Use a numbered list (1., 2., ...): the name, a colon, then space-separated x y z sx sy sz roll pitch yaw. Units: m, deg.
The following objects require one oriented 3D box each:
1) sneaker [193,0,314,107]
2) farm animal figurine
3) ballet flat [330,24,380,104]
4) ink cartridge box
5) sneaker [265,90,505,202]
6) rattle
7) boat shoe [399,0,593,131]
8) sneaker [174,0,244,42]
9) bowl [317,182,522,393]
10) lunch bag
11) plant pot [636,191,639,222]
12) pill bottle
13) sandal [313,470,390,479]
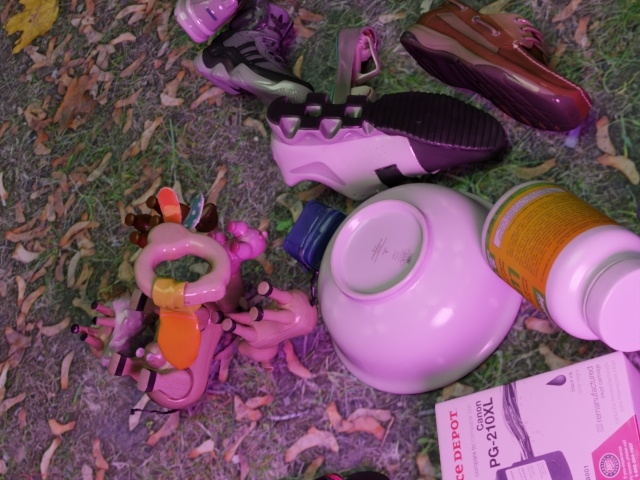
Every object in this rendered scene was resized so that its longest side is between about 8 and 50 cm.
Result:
1. sneaker: -0.081 -0.294 2.010 0.268 0.101 0.153 25 82 44
2. farm animal figurine: -0.157 0.106 1.795 0.330 0.172 0.327 40 103 40
3. ballet flat: 0.053 -0.232 1.904 0.068 0.072 0.213 -8 60 22
4. ink cartridge box: 0.258 0.248 1.451 0.237 0.100 0.172 -20 53 24
5. sneaker: 0.094 -0.122 1.794 0.330 0.146 0.122 5 38 13
6. rattle: -0.181 0.044 1.698 0.130 0.143 0.200 -23 41 -3
7. boat shoe: 0.245 -0.257 1.751 0.120 0.122 0.324 -50 48 -5
8. sneaker: -0.149 -0.431 2.114 0.115 0.105 0.281 -23 37 27
9. bowl: 0.104 0.038 1.663 0.297 0.134 0.298 -18 55 27
10. lunch bag: 0.000 0.000 1.802 0.065 0.067 0.098 22 79 42
11. plant pot: 0.487 0.016 1.317 0.247 0.248 0.252 -18 71 7
12. pill bottle: 0.300 0.031 1.487 0.136 0.136 0.246 -48 31 2
13. sandal: 0.007 0.325 1.622 0.179 0.040 0.067 -11 58 30
